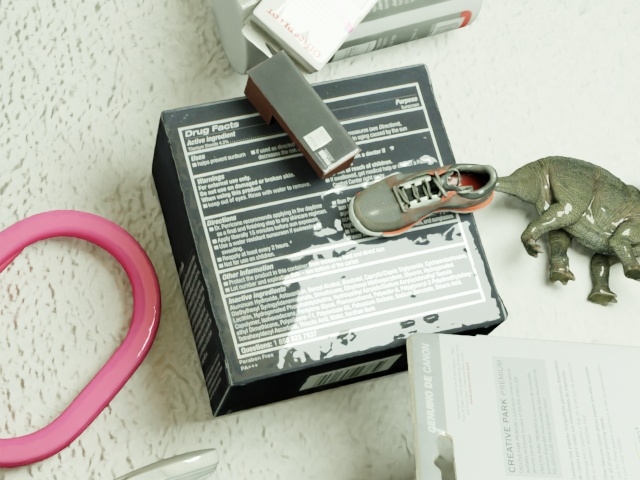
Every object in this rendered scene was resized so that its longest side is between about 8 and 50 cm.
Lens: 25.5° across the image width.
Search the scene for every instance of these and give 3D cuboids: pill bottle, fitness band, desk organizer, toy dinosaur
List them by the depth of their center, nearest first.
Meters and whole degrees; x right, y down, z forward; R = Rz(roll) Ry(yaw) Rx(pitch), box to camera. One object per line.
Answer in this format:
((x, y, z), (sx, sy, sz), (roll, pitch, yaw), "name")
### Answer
((-0.020, -0.119, 1.408), (0.047, 0.050, 0.130), (-34, 80, -19), "desk organizer")
((-0.298, 0.100, 1.486), (0.209, 0.054, 0.291), (38, 73, 3), "fitness band")
((0.026, -0.289, 1.599), (0.283, 0.161, 0.161), (-16, 76, -14), "pill bottle")
((0.303, -0.031, 1.606), (0.313, 0.121, 0.160), (14, 59, 0), "toy dinosaur")

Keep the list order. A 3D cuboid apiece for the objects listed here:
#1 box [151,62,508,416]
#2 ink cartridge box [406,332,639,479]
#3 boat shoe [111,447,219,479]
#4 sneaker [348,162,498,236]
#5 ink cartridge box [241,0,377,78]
((0.000, 0.000, 1.494), (0.296, 0.183, 0.294), (-12, 75, -14), "box")
((0.209, 0.249, 1.335), (0.272, 0.130, 0.309), (6, 48, -7), "ink cartridge box")
((-0.184, 0.271, 1.449), (0.184, 0.066, 0.063), (-23, 92, -17), "boat shoe")
((0.104, -0.051, 1.399), (0.158, 0.065, 0.061), (-16, 75, -15), "sneaker")
((-0.010, -0.241, 1.462), (0.092, 0.090, 0.143), (41, 85, -9), "ink cartridge box")
